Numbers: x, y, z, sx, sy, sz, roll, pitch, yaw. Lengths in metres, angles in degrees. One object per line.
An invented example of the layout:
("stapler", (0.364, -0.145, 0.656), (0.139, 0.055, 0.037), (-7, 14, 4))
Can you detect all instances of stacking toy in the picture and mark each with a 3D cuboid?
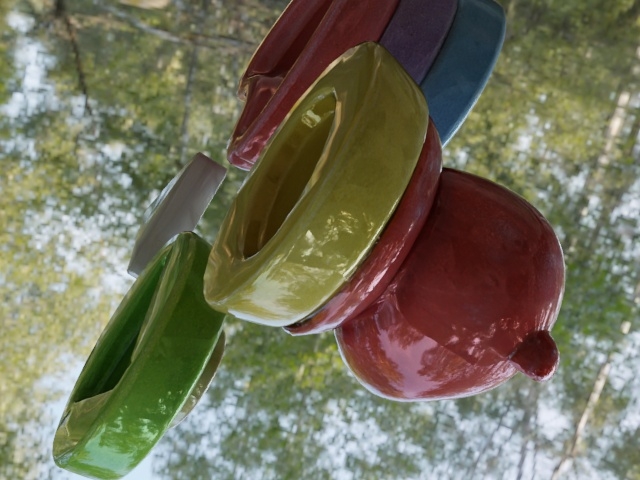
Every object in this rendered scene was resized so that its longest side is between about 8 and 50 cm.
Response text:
("stacking toy", (0.000, 0.000, 0.528), (0.130, 0.279, 0.309), (32, -147, -16))
